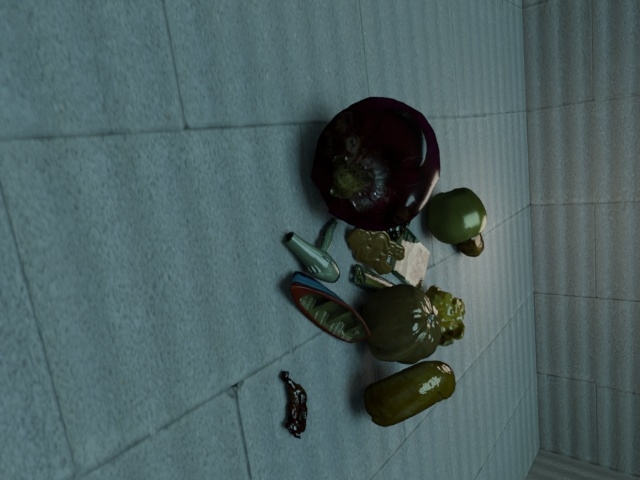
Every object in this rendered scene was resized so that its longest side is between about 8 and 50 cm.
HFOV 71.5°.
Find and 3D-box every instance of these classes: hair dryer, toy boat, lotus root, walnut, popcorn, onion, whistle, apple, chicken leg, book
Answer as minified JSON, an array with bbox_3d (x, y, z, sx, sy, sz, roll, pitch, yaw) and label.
[{"bbox_3d":[-0.021,0.004,1.360,0.218,0.088,0.225,23,61,-44],"label":"hair dryer"},{"bbox_3d":[0.026,0.212,1.388,0.392,0.136,0.080,44,25,-38],"label":"toy boat"},{"bbox_3d":[0.736,-0.012,2.210,0.260,0.128,0.145,48,42,-46],"label":"lotus root"},{"bbox_3d":[0.279,0.298,1.566,0.296,0.285,0.285,42,60,-30],"label":"walnut"},{"bbox_3d":[0.528,0.329,1.938,0.190,0.191,0.254,70,33,-76],"label":"popcorn"},{"bbox_3d":[0.187,-0.241,1.402,0.420,0.397,0.399,-41,125,-69],"label":"onion"},{"bbox_3d":[0.219,0.166,1.652,0.326,0.057,0.068,29,70,-47],"label":"whistle"},{"bbox_3d":[0.597,-0.107,1.950,0.262,0.262,0.263,-2,93,-50],"label":"apple"},{"bbox_3d":[-0.073,0.486,1.321,0.089,0.048,0.219,-10,99,-52],"label":"chicken leg"},{"bbox_3d":[0.379,0.084,1.863,0.264,0.027,0.202,38,64,-44],"label":"book"}]

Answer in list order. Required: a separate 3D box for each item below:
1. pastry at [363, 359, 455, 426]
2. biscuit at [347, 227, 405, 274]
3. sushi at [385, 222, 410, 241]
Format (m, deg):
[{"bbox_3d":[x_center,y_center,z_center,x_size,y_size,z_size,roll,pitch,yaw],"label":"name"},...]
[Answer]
[{"bbox_3d":[0.317,0.539,1.580,0.355,0.356,0.164,9,54,-50],"label":"pastry"},{"bbox_3d":[0.193,0.030,1.565,0.236,0.040,0.144,33,103,-30],"label":"biscuit"},{"bbox_3d":[0.259,-0.094,1.618,0.140,0.149,0.288,-11,105,-46],"label":"sushi"}]
